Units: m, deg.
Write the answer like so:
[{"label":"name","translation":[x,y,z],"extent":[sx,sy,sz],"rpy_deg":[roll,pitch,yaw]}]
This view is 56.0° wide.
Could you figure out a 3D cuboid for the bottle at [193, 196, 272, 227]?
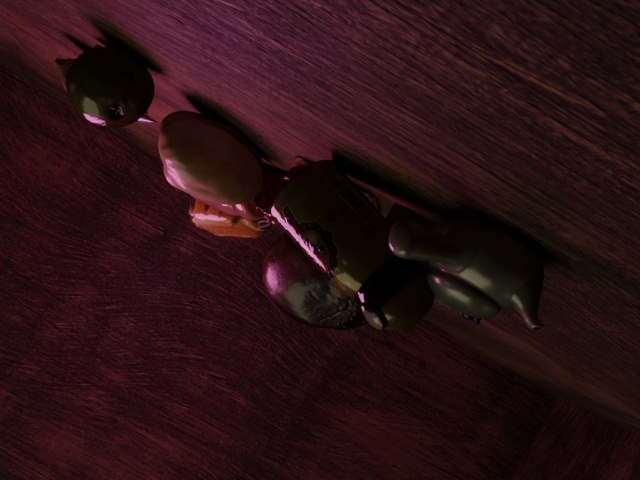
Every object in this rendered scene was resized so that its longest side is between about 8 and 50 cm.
[{"label":"bottle","translation":[-0.251,-0.151,1.800],"extent":[0.297,0.173,0.206],"rpy_deg":[23,146,41]}]

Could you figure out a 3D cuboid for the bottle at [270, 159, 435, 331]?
[{"label":"bottle","translation":[0.072,0.018,1.147],"extent":[0.351,0.171,0.171],"rpy_deg":[48,-179,20]}]

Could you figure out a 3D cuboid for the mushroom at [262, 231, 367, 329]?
[{"label":"mushroom","translation":[0.023,0.096,1.575],"extent":[0.345,0.345,0.239],"rpy_deg":[35,-155,-39]}]

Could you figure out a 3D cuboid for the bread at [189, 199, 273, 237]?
[{"label":"bread","translation":[-0.282,-0.126,2.077],"extent":[0.270,0.211,0.316],"rpy_deg":[3,172,18]}]

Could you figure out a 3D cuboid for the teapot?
[{"label":"teapot","translation":[0.229,0.028,1.012],"extent":[0.318,0.149,0.220],"rpy_deg":[31,173,-17]}]

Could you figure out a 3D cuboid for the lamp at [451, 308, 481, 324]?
[{"label":"lamp","translation":[0.300,0.100,1.480],"extent":[0.253,0.118,0.118],"rpy_deg":[29,174,11]}]

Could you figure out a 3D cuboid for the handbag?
[{"label":"handbag","translation":[0.029,-0.103,1.367],"extent":[0.213,0.059,0.157],"rpy_deg":[28,174,15]}]

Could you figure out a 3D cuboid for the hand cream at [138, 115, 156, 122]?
[{"label":"hand cream","translation":[-0.645,-0.432,2.098],"extent":[0.142,0.053,0.084],"rpy_deg":[22,177,-21]}]

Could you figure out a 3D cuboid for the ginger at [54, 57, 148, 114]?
[{"label":"ginger","translation":[-0.571,-0.393,1.587],"extent":[0.138,0.152,0.267],"rpy_deg":[-13,140,38]}]

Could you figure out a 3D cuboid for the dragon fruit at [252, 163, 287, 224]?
[{"label":"dragon fruit","translation":[-0.060,-0.085,1.626],"extent":[0.262,0.134,0.211],"rpy_deg":[25,175,46]}]

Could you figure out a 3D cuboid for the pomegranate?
[{"label":"pomegranate","translation":[-0.473,-0.347,1.312],"extent":[0.210,0.179,0.179],"rpy_deg":[42,178,16]}]

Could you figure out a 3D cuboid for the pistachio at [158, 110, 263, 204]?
[{"label":"pistachio","translation":[-0.268,-0.200,1.491],"extent":[0.318,0.214,0.193],"rpy_deg":[23,-135,-45]}]

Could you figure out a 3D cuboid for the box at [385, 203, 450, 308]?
[{"label":"box","translation":[0.231,0.046,1.321],"extent":[0.225,0.117,0.225],"rpy_deg":[30,175,12]}]
